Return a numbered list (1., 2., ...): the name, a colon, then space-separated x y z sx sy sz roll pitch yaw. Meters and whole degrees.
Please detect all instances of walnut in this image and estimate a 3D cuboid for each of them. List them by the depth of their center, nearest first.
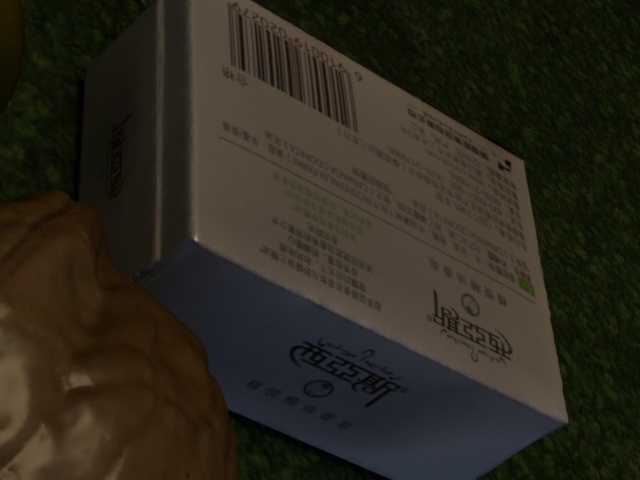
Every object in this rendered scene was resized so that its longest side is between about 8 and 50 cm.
1. walnut: -0.138 0.084 0.666 0.228 0.228 0.228 30 39 -29

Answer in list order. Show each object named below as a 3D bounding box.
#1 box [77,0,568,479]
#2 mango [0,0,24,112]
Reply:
1. box: 0.000 0.000 0.985 0.260 0.111 0.194 30 40 -33
2. mango: -0.229 -0.095 0.826 0.137 0.091 0.237 54 33 14
